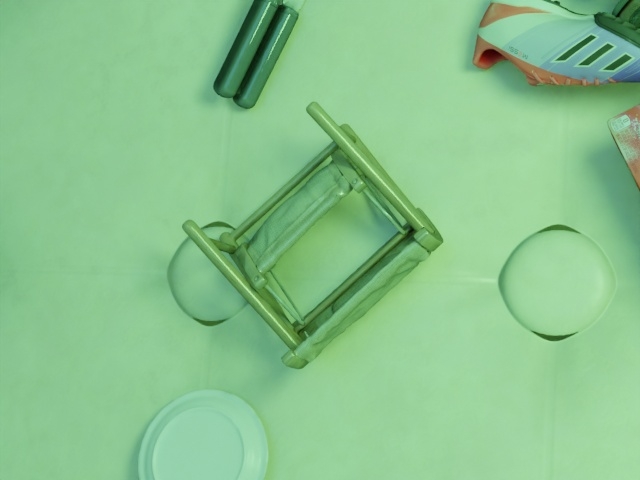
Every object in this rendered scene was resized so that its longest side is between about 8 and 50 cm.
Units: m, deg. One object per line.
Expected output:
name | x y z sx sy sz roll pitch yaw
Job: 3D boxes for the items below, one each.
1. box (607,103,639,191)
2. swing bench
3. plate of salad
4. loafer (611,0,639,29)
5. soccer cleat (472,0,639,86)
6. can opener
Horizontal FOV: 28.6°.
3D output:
box | 0.464 -0.051 1.531 0.122 0.128 0.257 -27 71 15
swing bench | 0.000 0.000 1.692 0.253 0.165 0.255 -42 74 9
plate of salad | -0.163 0.308 1.758 0.199 0.048 0.200 -7 68 17
loafer | 0.499 -0.346 1.594 0.267 0.096 0.084 -38 75 9
soccer cleat | 0.327 -0.236 1.606 0.318 0.108 0.116 30 99 43
can opener | -0.075 -0.330 1.839 0.093 0.074 0.280 19 85 58
